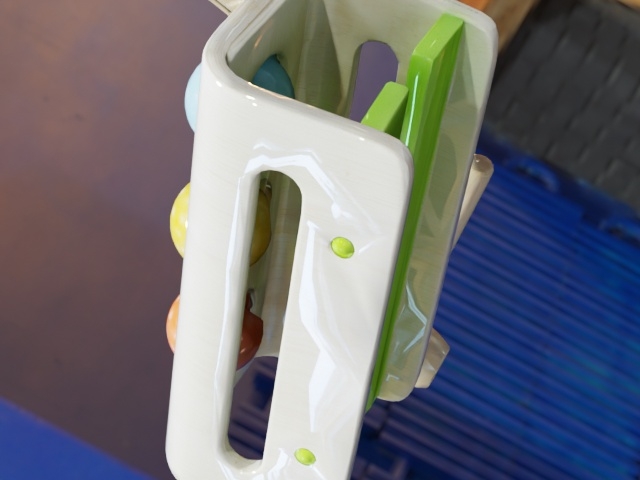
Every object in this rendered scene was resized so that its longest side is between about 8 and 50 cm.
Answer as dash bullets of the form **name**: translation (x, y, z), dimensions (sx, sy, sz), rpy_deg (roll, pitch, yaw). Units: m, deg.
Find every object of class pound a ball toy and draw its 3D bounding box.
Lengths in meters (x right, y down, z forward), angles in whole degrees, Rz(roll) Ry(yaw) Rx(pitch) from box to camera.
- **pound a ball toy**: translation (0.000, 0.000, 0.857), dimensions (0.208, 0.136, 0.319), rpy_deg (-55, -18, -45)

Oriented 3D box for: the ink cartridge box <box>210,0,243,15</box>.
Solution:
- **ink cartridge box**: translation (-0.065, -0.273, 0.996), dimensions (0.193, 0.235, 0.088), rpy_deg (-53, -6, 17)
